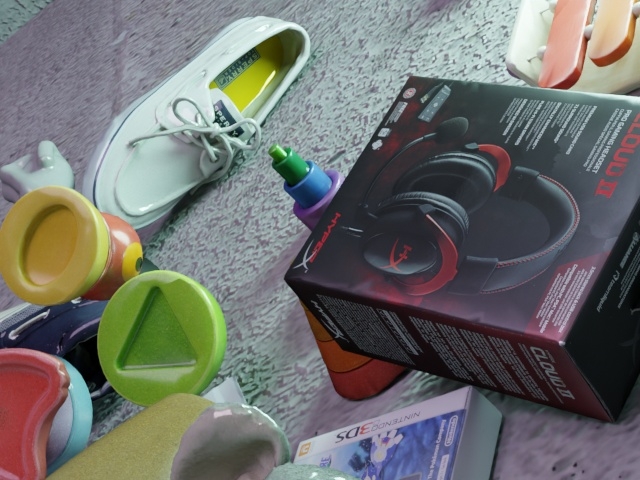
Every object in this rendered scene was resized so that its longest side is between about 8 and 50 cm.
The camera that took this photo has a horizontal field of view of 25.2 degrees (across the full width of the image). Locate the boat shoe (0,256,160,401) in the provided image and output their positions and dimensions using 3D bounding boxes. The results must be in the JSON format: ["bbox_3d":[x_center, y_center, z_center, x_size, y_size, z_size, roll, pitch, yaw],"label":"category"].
[{"bbox_3d":[-0.328,0.148,1.625,0.340,0.127,0.158,-37,22,14],"label":"boat shoe"}]

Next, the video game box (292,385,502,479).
[{"bbox_3d":[0.036,0.220,1.077,0.187,0.048,0.205,-27,31,39],"label":"video game box"}]

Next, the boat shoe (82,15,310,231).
[{"bbox_3d":[-0.137,-0.145,1.789,0.367,0.136,0.156,-46,27,-23],"label":"boat shoe"}]

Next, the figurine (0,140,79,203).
[{"bbox_3d":[-0.319,0.006,1.761,0.092,0.215,0.209,-14,24,-20],"label":"figurine"}]

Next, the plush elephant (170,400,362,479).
[{"bbox_3d":[-0.023,0.245,0.855,0.330,0.272,0.255,64,-133,-82],"label":"plush elephant"}]

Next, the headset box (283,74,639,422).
[{"bbox_3d":[0.152,-0.002,1.085,0.293,0.110,0.218,13,62,42],"label":"headset box"}]

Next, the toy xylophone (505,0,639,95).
[{"bbox_3d":[0.317,-0.237,1.278,0.322,0.081,0.236,-28,30,32],"label":"toy xylophone"}]

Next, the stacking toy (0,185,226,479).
[{"bbox_3d":[-0.217,0.128,1.447,0.279,0.130,0.309,24,93,24],"label":"stacking toy"}]

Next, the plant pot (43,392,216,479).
[{"bbox_3d":[-0.143,0.250,1.118,0.237,0.237,0.254,-12,34,49],"label":"plant pot"}]

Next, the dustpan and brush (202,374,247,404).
[{"bbox_3d":[-0.128,0.239,1.298,0.211,0.060,0.147,-36,39,5],"label":"dustpan and brush"}]

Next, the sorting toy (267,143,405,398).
[{"bbox_3d":[0.000,0.000,1.359,0.127,0.126,0.365,-40,27,12],"label":"sorting toy"}]
